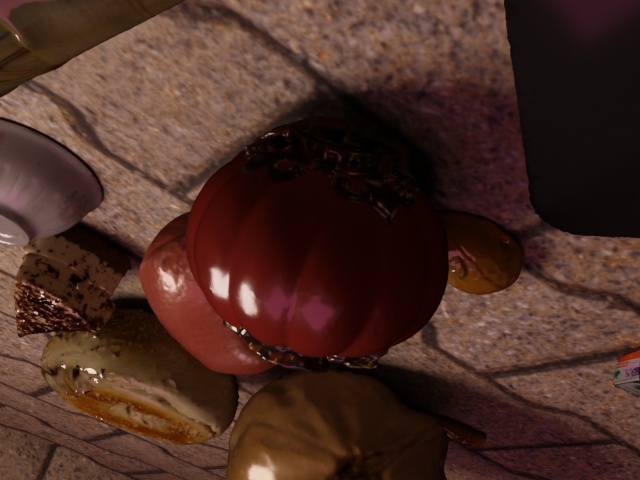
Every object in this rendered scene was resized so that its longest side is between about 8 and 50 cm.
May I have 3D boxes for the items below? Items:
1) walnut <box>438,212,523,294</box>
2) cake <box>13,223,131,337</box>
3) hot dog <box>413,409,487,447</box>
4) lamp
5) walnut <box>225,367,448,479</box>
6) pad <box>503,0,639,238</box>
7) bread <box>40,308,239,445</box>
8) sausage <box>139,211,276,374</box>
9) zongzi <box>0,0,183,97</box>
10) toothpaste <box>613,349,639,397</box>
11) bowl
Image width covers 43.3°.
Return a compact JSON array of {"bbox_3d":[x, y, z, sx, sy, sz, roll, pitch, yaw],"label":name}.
[{"bbox_3d":[0.146,0.023,0.797,0.121,0.052,0.091,33,151,-24],"label":"walnut"},{"bbox_3d":[-0.376,0.050,1.075,0.246,0.112,0.135,-9,140,45],"label":"cake"},{"bbox_3d":[0.204,0.303,1.294,0.137,0.028,0.044,25,144,-12],"label":"hot dog"},{"bbox_3d":[0.000,0.000,0.686,0.226,0.227,0.227,13,152,7],"label":"lamp"},{"bbox_3d":[0.015,0.364,1.201,0.383,0.384,0.384,13,152,7],"label":"walnut"},{"bbox_3d":[0.268,-0.145,0.464,0.314,0.063,0.376,5,139,24],"label":"pad"},{"bbox_3d":[-0.267,0.200,1.230,0.305,0.159,0.306,14,155,7],"label":"bread"},{"bbox_3d":[-0.112,0.066,0.926,0.148,0.148,0.254,-2,141,31],"label":"sausage"},{"bbox_3d":[-0.316,-0.248,0.474,0.417,0.182,0.447,-16,136,23],"label":"zongzi"},{"bbox_3d":[0.434,0.183,0.938,0.196,0.040,0.047,24,155,-13],"label":"toothpaste"},{"bbox_3d":[-0.351,-0.049,0.906,0.188,0.086,0.189,14,151,8],"label":"bowl"}]
